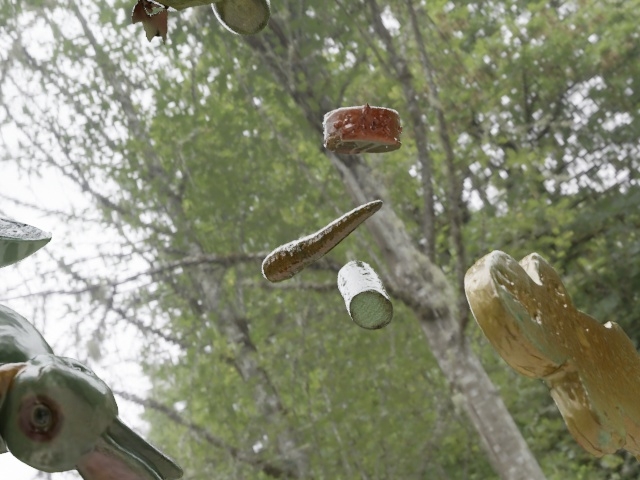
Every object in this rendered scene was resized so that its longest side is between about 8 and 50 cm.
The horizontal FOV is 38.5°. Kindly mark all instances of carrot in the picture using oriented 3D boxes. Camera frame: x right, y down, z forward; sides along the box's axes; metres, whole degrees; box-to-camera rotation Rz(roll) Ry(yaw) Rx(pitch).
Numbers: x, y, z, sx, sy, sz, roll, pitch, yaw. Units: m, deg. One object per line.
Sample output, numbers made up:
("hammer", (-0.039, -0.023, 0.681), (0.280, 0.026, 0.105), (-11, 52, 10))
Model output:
("carrot", (0.000, 0.000, 1.254), (0.049, 0.049, 0.254), (10, -29, -39))

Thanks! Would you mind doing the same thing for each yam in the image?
("yam", (0.070, 0.084, 1.417), (0.069, 0.146, 0.070), (-3, -70, -7))

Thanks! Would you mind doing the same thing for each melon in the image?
("melon", (-0.140, -0.415, 1.595), (0.098, 0.098, 0.131), (-32, -44, 7))

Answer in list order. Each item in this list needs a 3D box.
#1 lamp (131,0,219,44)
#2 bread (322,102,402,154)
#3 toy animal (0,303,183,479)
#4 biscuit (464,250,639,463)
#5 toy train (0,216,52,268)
("lamp", (-0.176, -0.381, 1.115), (0.250, 0.250, 0.284), (9, -75, -38))
("bread", (0.084, -0.216, 1.799), (0.160, 0.073, 0.160), (3, -6, 0))
("toy animal", (-0.212, 0.111, 0.677), (0.236, 0.138, 0.108), (8, -53, 15))
("biscuit", (0.170, 0.078, 0.615), (0.030, 0.153, 0.234), (-38, -46, 24))
("toy train", (-0.547, -0.010, 1.164), (0.406, 0.086, 0.088), (12, -75, 0))
